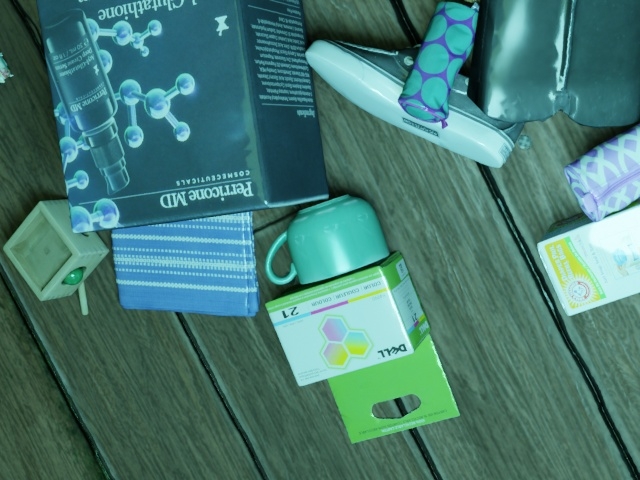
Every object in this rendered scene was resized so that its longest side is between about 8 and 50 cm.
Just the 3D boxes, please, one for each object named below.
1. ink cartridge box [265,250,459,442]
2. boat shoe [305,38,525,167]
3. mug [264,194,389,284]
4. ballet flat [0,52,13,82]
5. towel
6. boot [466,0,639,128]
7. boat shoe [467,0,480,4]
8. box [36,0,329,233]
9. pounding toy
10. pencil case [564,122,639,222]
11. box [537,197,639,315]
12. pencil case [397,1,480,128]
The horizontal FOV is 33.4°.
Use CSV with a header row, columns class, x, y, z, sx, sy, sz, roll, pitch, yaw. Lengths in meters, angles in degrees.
class,x,y,z,sx,sy,sz,roll,pitch,yaw
ink cartridge box,0.064,0.168,1.512,0.189,0.097,0.255,-20,95,23
boat shoe,0.127,-0.205,1.396,0.301,0.108,0.102,28,80,16
mug,0.008,-0.002,1.459,0.129,0.158,0.097,-15,94,60
ballet flat,-0.570,-0.212,1.663,0.241,0.091,0.077,-37,111,28
towel,-0.208,-0.051,1.597,0.243,0.040,0.335,2,102,22
boot,0.376,-0.346,1.218,0.367,0.146,0.445,7,104,6
boat shoe,0.140,-0.375,1.338,0.342,0.123,0.123,8,110,-4
box,-0.183,-0.224,1.417,0.294,0.212,0.395,-7,93,23
pounding toy,-0.399,0.030,1.661,0.130,0.100,0.141,-46,75,23
pencil case,0.395,-0.099,1.271,0.206,0.088,0.086,-31,113,5
box,0.391,0.003,1.339,0.203,0.114,0.103,-22,95,24
pencil case,0.151,-0.219,1.315,0.070,0.064,0.151,25,82,-9
